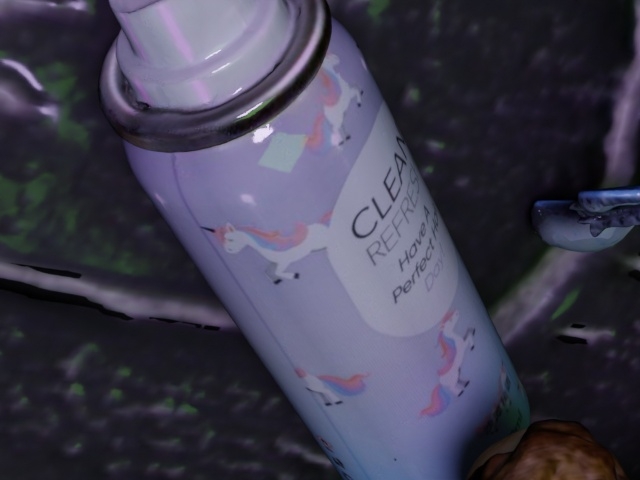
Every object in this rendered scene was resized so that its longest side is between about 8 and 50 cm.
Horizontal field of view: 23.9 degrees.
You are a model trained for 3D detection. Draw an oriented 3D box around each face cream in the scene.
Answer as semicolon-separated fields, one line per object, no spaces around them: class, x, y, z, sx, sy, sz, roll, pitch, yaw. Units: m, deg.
face cream;0.000;0.000;0.465;0.075;0.075;0.229;-36;135;-5

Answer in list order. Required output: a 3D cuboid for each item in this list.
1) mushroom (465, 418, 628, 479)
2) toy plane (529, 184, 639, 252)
mushroom;0.155;0.097;0.565;0.302;0.233;0.208;43;67;-21
toy plane;0.188;-0.004;0.482;0.169;0.246;0.078;-1;102;-34
